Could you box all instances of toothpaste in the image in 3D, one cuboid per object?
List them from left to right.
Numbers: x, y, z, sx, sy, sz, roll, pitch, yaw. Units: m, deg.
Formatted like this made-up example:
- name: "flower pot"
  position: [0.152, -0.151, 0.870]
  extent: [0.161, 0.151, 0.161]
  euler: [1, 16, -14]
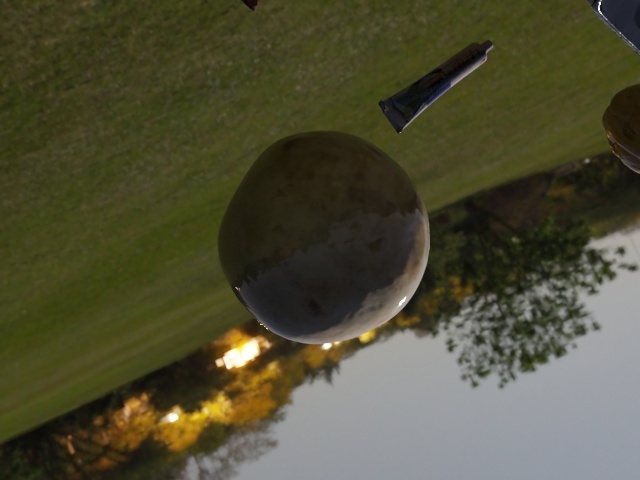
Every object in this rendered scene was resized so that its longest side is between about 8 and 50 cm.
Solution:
- name: "toothpaste"
  position: [0.145, -0.195, 1.058]
  extent: [0.170, 0.045, 0.028]
  euler: [-37, -168, -14]

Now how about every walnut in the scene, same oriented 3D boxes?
- name: "walnut"
  position: [0.573, -0.196, 1.518]
  extent: [0.149, 0.166, 0.166]
  euler: [-24, 176, -23]

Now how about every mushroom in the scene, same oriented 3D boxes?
- name: "mushroom"
  position: [0.000, 0.000, 1.241]
  extent: [0.297, 0.297, 0.290]
  euler: [-23, 180, -10]

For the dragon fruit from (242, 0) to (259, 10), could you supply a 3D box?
- name: "dragon fruit"
  position: [-0.124, -0.405, 1.279]
  extent: [0.063, 0.131, 0.097]
  euler: [-44, -153, 10]

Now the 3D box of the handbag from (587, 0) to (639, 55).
- name: "handbag"
  position: [0.411, -0.295, 0.870]
  extent: [0.326, 0.118, 0.269]
  euler: [14, 129, -48]
